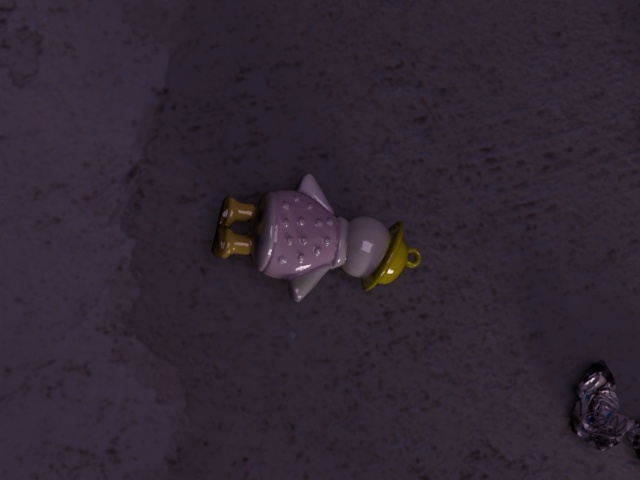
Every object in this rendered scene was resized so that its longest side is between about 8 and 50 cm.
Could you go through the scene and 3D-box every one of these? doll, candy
[{"bbox_3d":[0.000,0.000,1.704,0.207,0.081,0.129,10,72,-13],"label":"doll"},{"bbox_3d":[0.354,0.204,1.777,0.226,0.051,0.094,32,78,-8],"label":"candy"}]
